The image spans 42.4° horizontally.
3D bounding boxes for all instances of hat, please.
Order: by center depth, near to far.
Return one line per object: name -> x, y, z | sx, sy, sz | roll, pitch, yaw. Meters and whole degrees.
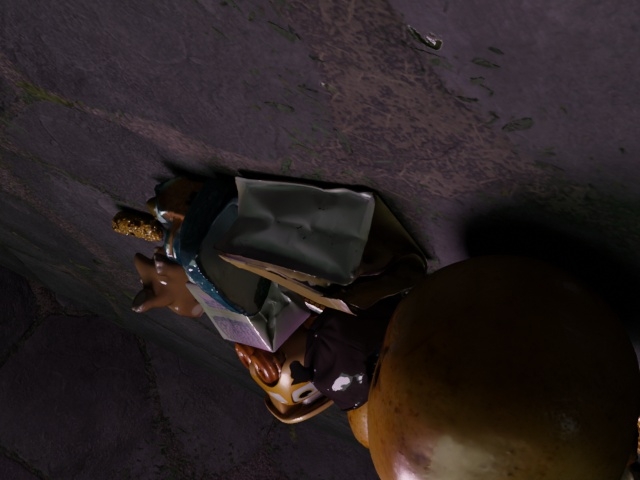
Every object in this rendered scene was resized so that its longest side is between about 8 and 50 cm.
hat -> 0.029, 0.201, 1.657 | 0.209, 0.238, 0.336 | 28, 171, -4

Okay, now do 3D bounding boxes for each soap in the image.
soap -> -0.156, 0.126, 1.785 | 0.199, 0.138, 0.182 | 4, 130, 51

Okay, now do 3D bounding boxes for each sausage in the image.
sausage -> -0.010, 0.143, 1.843 | 0.253, 0.034, 0.034 | 25, 160, 9

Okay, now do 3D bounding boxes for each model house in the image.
model house -> -0.239, -0.009, 1.576 | 0.291, 0.184, 0.253 | 21, 164, 34

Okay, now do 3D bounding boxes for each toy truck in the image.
toy truck -> -0.062, 0.286, 1.930 | 0.288, 0.204, 0.211 | 10, 128, 64

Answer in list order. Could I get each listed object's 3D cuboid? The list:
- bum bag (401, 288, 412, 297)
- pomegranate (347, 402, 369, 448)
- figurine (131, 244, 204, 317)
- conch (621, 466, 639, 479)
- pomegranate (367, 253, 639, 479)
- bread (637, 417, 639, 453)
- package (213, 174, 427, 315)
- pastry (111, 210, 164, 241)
bum bag -> 0.276, 0.175, 1.403 | 0.326, 0.142, 0.079 | 27, 122, 7
pomegranate -> 0.167, 0.374, 1.891 | 0.248, 0.248, 0.248 | 25, 160, 10
figurine -> -0.341, 0.071, 1.885 | 0.247, 0.177, 0.173 | 2, -146, -49
conch -> 0.557, 0.523, 1.838 | 0.324, 0.186, 0.263 | 33, 178, -9
pomegranate -> 0.260, 0.225, 1.159 | 0.417, 0.416, 0.416 | 25, 160, 10
bread -> 0.570, 0.314, 1.415 | 0.119, 0.084, 0.177 | 19, 155, 23
package -> -0.017, 0.025, 1.360 | 0.311, 0.165, 0.221 | 12, 155, 40
pastry -> -0.434, -0.035, 1.947 | 0.140, 0.056, 0.080 | 11, 163, 25
